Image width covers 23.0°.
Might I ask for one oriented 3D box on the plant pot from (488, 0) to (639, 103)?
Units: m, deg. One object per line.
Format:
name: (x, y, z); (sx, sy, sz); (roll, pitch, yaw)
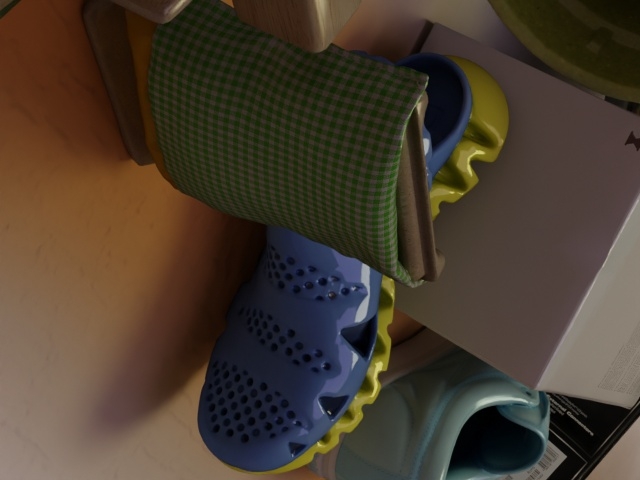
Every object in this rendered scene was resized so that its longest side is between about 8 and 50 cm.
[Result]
plant pot: (0.269, -0.266, 1.090); (0.254, 0.276, 0.276); (-44, 150, -51)

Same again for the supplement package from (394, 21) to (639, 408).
supplement package: (0.167, -0.010, 1.192); (0.199, 0.198, 0.263); (-62, 154, 4)

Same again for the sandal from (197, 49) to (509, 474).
sandal: (0.000, 0.000, 1.027); (0.138, 0.126, 0.317); (33, 79, -56)

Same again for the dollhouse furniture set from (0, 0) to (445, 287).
dollhouse furniture set: (-0.070, -0.062, 0.750); (0.151, 0.197, 0.301); (-48, 150, -25)

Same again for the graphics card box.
graphics card box: (0.214, 0.212, 1.534); (0.371, 0.094, 0.233); (-43, 168, -31)

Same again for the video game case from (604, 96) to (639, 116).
video game case: (0.278, -0.175, 1.358); (0.183, 0.023, 0.201); (-57, 158, -45)

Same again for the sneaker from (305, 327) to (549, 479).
sneaker: (0.146, 0.142, 1.356); (0.366, 0.150, 0.135); (-30, 141, -44)
